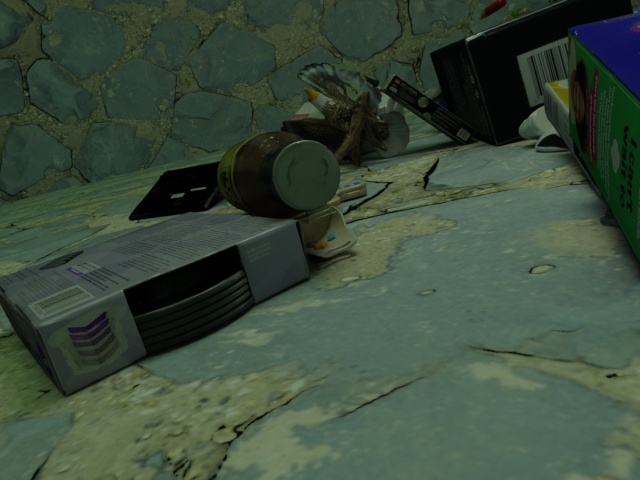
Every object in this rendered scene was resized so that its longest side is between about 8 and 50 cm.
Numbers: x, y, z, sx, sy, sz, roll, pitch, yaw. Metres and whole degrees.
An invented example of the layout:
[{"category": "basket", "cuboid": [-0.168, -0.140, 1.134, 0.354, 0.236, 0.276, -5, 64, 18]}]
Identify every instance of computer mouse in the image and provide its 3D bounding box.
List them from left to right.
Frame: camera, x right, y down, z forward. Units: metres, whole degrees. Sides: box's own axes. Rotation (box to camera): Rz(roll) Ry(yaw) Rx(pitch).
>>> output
[{"category": "computer mouse", "cuboid": [0.408, -0.162, 0.813, 0.106, 0.042, 0.193, -23, 18, -29]}]

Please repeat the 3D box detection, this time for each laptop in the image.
[{"category": "laptop", "cuboid": [-0.261, -0.105, 1.258, 0.234, 0.136, 0.264, -5, 42, 31]}]

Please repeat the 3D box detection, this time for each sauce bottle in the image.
[{"category": "sauce bottle", "cuboid": [-0.063, -0.082, 0.682, 0.112, 0.111, 0.344, -17, 9, -13]}]

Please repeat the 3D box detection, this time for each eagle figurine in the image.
[{"category": "eagle figurine", "cuboid": [0.038, -0.285, 1.234, 0.226, 0.225, 0.298, -27, 24, -9]}]

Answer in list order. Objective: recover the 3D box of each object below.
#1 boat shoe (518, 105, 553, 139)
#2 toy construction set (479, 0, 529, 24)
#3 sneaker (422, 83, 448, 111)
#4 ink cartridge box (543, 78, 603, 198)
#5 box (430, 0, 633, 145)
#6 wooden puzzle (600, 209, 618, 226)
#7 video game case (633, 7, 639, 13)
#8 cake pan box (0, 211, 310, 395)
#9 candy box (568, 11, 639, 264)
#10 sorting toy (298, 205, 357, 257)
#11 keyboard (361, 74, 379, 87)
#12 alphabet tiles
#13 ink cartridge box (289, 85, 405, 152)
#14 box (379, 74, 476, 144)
[{"category": "boat shoe", "cuboid": [0.429, -0.209, 0.942, 0.184, 0.066, 0.063, -21, -2, -18]}, {"category": "toy construction set", "cuboid": [0.502, -0.514, 1.581, 0.258, 0.308, 0.237, -7, 9, -8]}, {"category": "sneaker", "cuboid": [0.415, -0.388, 1.423, 0.293, 0.146, 0.102, -28, 8, 11]}, {"category": "ink cartridge box", "cuboid": [0.450, -0.158, 0.632, 0.308, 0.072, 0.303, -11, 24, 17]}, {"category": "box", "cuboid": [0.433, -0.367, 1.156, 0.294, 0.211, 0.395, -20, 13, 7]}, {"category": "wooden puzzle", "cuboid": [0.283, -0.021, 0.475, 0.049, 0.006, 0.083, -18, 16, -18]}, {"category": "video game case", "cuboid": [0.758, -0.450, 1.284, 0.270, 0.061, 0.244, -14, -23, 1]}, {"category": "cake pan box", "cuboid": [-0.178, 0.038, 0.553, 0.246, 0.070, 0.267, -27, 19, -34]}, {"category": "candy box", "cuboid": [0.338, -0.093, 0.368, 0.268, 0.122, 0.317, -7, 27, 18]}, {"category": "sorting toy", "cuboid": [0.000, 0.000, 0.590, 0.083, 0.044, 0.075, -21, 24, -27]}, {"category": "keyboard", "cuboid": [0.067, -0.372, 1.622, 0.202, 0.033, 0.317, 8, -31, -33]}, {"category": "alphabet tiles", "cuboid": [-0.071, -0.059, 0.901, 0.284, 0.021, 0.278, -15, 15, -7]}, {"category": "ink cartridge box", "cuboid": [0.070, -0.312, 1.454, 0.283, 0.117, 0.207, -7, 29, 23]}, {"category": "box", "cuboid": [0.225, -0.280, 1.157, 0.036, 0.207, 0.114, -56, 9, 12]}]
